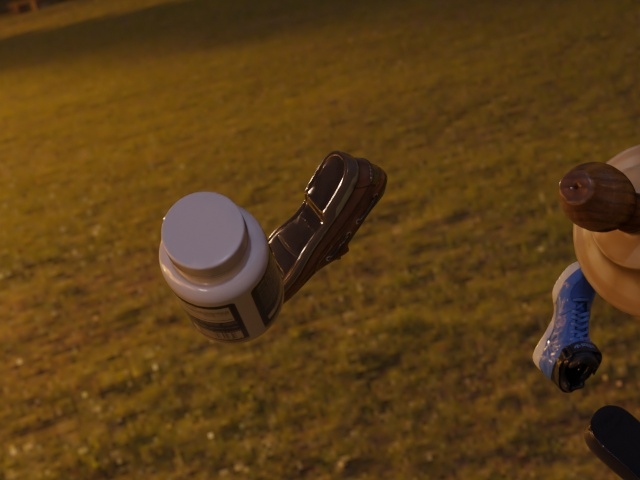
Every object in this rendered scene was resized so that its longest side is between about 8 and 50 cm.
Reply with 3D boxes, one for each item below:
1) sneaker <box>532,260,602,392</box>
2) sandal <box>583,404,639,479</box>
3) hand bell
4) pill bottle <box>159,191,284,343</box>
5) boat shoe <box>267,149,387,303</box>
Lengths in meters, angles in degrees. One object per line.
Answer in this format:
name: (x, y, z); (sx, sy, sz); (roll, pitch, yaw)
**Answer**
sneaker: (0.299, 0.104, 1.600); (0.058, 0.152, 0.084); (6, 25, -27)
sandal: (0.431, 0.291, 1.667); (0.097, 0.254, 0.054); (-45, -13, -41)
hand bell: (0.187, -0.020, 0.852); (0.126, 0.126, 0.242); (-9, -10, 24)
pill bottle: (-0.087, 0.022, 1.200); (0.094, 0.094, 0.169); (-15, -22, 0)
boat shoe: (0.000, 0.000, 2.224); (0.104, 0.307, 0.110); (17, 32, -36)
